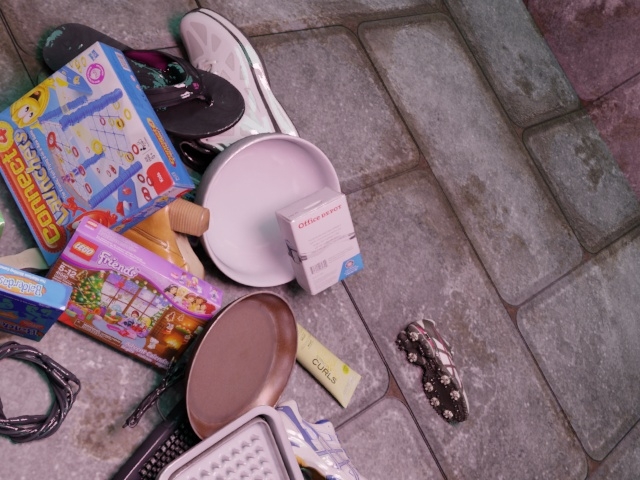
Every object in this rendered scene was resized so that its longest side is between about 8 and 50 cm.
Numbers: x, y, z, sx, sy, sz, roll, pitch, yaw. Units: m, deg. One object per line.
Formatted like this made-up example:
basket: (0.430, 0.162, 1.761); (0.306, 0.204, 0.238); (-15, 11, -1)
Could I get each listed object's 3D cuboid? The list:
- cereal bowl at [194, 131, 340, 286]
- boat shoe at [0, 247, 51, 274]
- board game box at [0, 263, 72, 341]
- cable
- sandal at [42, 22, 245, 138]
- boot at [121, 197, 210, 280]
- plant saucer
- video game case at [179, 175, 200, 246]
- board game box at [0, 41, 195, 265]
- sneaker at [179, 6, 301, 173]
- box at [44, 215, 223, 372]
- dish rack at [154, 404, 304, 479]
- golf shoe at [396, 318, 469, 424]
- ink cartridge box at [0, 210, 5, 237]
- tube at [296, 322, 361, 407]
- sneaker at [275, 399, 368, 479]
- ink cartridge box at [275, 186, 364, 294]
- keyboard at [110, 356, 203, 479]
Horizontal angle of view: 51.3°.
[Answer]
cereal bowl: (-0.130, -0.077, 1.477); (0.339, 0.141, 0.338); (-11, 112, -29)
boat shoe: (-0.554, 0.048, 1.245); (0.137, 0.043, 0.049); (-16, 66, -52)
board game box: (-0.528, 0.104, 1.129); (0.160, 0.210, 0.047); (23, 58, -23)
cable: (-0.526, 0.262, 1.168); (0.184, 0.047, 0.150); (40, 57, -15)
sandal: (-0.380, -0.344, 1.428); (0.446, 0.107, 0.167); (19, 74, -5)
boot: (-0.346, 0.038, 1.352); (0.211, 0.295, 0.104); (14, 14, 9)
plant saucer: (-0.158, 0.242, 1.301); (0.311, 0.050, 0.310); (-25, 122, -47)
video game case: (-0.318, -0.081, 1.483); (0.143, 0.019, 0.157); (27, 55, -22)
board game box: (-0.443, -0.157, 1.259); (0.308, 0.302, 0.086); (60, 13, 5)
sneaker: (-0.245, -0.328, 1.552); (0.257, 0.169, 0.447); (-34, 92, -41)
box: (-0.360, 0.109, 1.248); (0.293, 0.201, 0.057); (31, 24, -18)
dish rack: (-0.155, 0.502, 1.237); (0.286, 0.072, 0.332); (-26, 103, -38)
golf shoe: (0.307, 0.319, 1.666); (0.120, 0.105, 0.272); (-22, 82, -46)
ink cartridge box: (-0.724, -0.059, 1.130); (0.289, 0.121, 0.211); (-20, 80, -38)
tube: (-0.005, 0.268, 1.507); (0.070, 0.062, 0.240); (-44, 104, 1)
sneaker: (0.016, 0.446, 1.400); (0.296, 0.112, 0.131); (38, 52, -14)
ink cartridge box: (0.000, 0.000, 1.448); (0.140, 0.082, 0.190); (-27, 119, -19)
keyboard: (-0.276, 0.353, 1.254); (0.317, 0.033, 0.201); (-50, 122, -40)
